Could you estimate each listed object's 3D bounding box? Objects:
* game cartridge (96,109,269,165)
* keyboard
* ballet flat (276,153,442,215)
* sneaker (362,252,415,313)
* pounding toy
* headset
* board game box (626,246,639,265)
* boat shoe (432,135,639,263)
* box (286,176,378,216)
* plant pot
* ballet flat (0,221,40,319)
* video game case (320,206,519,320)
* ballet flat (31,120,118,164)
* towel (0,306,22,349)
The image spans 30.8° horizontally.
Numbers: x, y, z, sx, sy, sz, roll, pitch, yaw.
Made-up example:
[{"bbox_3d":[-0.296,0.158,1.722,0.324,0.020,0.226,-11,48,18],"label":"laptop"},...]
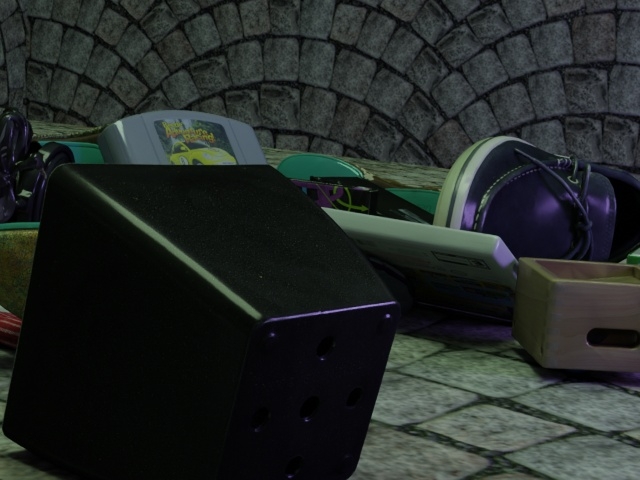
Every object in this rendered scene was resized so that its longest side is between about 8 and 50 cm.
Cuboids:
[{"bbox_3d":[-0.190,-0.105,1.768,0.294,0.196,0.060,-4,-30,-47],"label":"game cartridge"},{"bbox_3d":[0.103,-0.020,1.624,0.317,0.033,0.202,30,22,37],"label":"keyboard"},{"bbox_3d":[0.086,-0.050,1.832,0.343,0.116,0.124,13,-18,30],"label":"ballet flat"},{"bbox_3d":[-0.010,0.059,1.221,0.224,0.083,0.098,15,45,-7],"label":"sneaker"},{"bbox_3d":[0.290,0.082,1.068,0.181,0.094,0.206,4,9,-4],"label":"pounding toy"},{"bbox_3d":[-0.390,-0.090,1.338,0.244,0.185,0.394,8,12,-23],"label":"headset"},{"bbox_3d":[0.555,0.048,1.564,0.242,0.064,0.316,9,9,23],"label":"board game box"},{"bbox_3d":[0.296,-0.031,1.497,0.156,0.186,0.500,17,12,33],"label":"boat shoe"},{"bbox_3d":[-0.008,-0.018,1.503,0.162,0.116,0.029,9,10,27],"label":"box"},{"bbox_3d":[-0.061,0.068,0.728,0.167,0.187,0.188,29,22,38],"label":"plant pot"},{"bbox_3d":[-0.121,0.059,0.943,0.349,0.123,0.123,6,8,-13],"label":"ballet flat"},{"bbox_3d":[0.118,0.029,1.251,0.227,0.026,0.206,10,-19,31],"label":"video game case"},{"bbox_3d":[-0.344,-0.101,1.802,0.182,0.164,0.483,-10,-2,44],"label":"ballet flat"},{"bbox_3d":[-0.269,0.053,1.140,0.329,0.037,0.237,13,12,41],"label":"towel"}]
